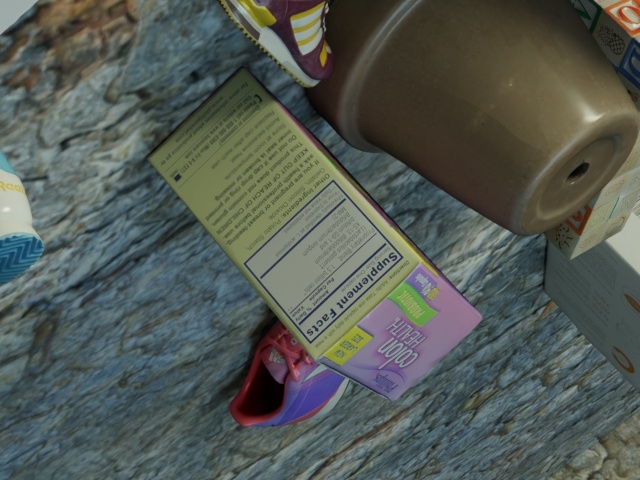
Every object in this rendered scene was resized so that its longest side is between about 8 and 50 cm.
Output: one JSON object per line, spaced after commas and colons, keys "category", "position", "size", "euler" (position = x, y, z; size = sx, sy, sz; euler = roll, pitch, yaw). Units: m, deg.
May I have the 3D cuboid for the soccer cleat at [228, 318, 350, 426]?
{"category": "soccer cleat", "position": [-0.002, 0.102, 1.626], "size": [0.116, 0.109, 0.318], "euler": [-14, 147, -38]}

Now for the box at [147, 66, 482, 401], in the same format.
{"category": "box", "position": [0.000, 0.000, 1.278], "size": [0.117, 0.243, 0.213], "euler": [-42, 155, 4]}

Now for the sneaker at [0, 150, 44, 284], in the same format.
{"category": "sneaker", "position": [-0.307, 0.011, 1.044], "size": [0.228, 0.092, 0.087], "euler": [-24, 160, 10]}

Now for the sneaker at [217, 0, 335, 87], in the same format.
{"category": "sneaker", "position": [-0.015, -0.182, 1.157], "size": [0.084, 0.070, 0.185], "euler": [-40, 158, 10]}

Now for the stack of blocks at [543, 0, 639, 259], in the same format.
{"category": "stack of blocks", "position": [0.275, -0.143, 1.530], "size": [0.087, 0.171, 0.297], "euler": [-26, 151, -30]}

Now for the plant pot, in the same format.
{"category": "plant pot", "position": [0.154, -0.134, 1.298], "size": [0.263, 0.229, 0.263], "euler": [-33, 154, -19]}

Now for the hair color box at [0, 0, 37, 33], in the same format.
{"category": "hair color box", "position": [-0.213, -0.241, 0.585], "size": [0.174, 0.105, 0.347], "euler": [-41, 136, 5]}

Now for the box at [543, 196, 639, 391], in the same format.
{"category": "box", "position": [0.441, 0.027, 2.012], "size": [0.168, 0.215, 0.345], "euler": [-36, 156, -11]}
